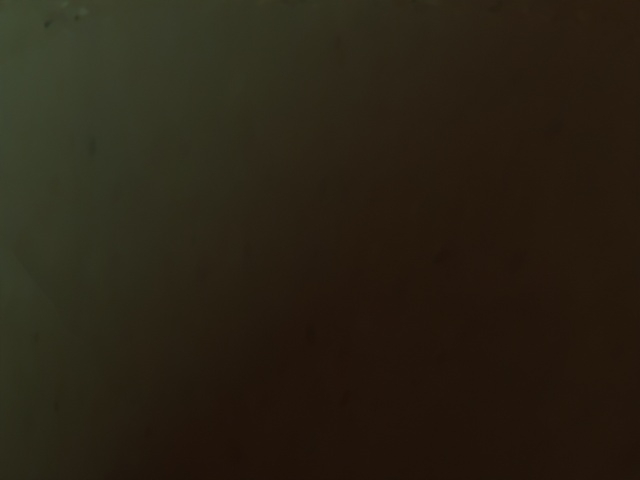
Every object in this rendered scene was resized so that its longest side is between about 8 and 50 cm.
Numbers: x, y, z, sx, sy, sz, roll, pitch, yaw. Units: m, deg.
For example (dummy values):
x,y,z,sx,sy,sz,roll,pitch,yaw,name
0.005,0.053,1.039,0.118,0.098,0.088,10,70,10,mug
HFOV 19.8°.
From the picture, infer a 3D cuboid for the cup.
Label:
x,y,z,sx,sy,sz,roll,pitch,yaw,name
0.033,0.073,0.327,0.331,0.331,0.237,-78,-176,-47,cup
